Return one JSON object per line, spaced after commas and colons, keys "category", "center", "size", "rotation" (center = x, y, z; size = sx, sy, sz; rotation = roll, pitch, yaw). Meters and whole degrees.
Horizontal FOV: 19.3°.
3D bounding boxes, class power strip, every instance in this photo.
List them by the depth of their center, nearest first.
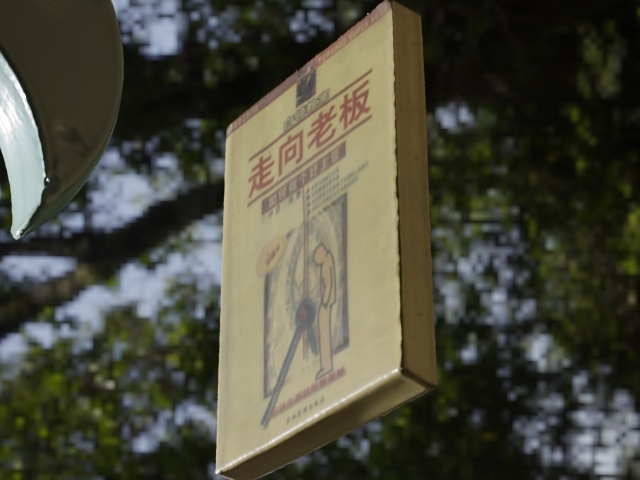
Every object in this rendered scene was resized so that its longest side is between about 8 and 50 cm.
{"category": "power strip", "center": [-0.204, -0.128, 0.955], "size": [0.054, 0.253, 0.167], "rotation": [-36, 18, 51]}

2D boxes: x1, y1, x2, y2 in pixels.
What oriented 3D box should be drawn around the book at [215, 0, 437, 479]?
{"category": "book", "center": [0.000, 0.000, 1.022], "size": [0.026, 0.161, 0.231], "rotation": [22, -128, -33]}
